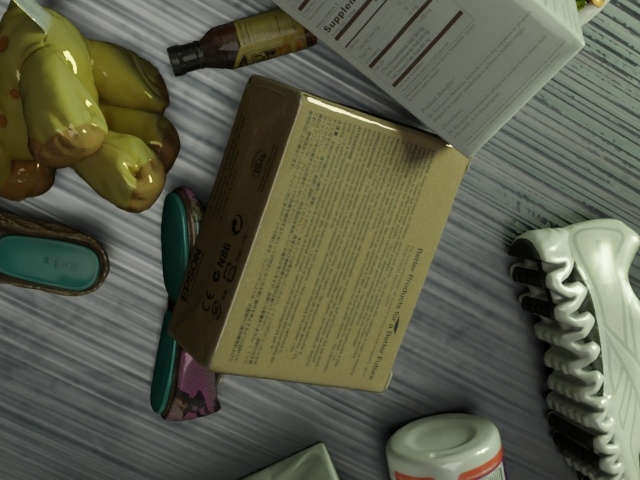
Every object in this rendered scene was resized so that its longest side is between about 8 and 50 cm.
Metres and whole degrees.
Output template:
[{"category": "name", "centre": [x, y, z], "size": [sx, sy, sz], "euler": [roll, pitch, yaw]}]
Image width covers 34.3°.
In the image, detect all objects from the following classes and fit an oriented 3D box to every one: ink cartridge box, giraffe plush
[{"category": "ink cartridge box", "centre": [0.000, 0.000, 0.879], "size": [0.193, 0.088, 0.234], "euler": [14, 100, -38]}, {"category": "giraffe plush", "centre": [-0.241, -0.092, 0.839], "size": [0.170, 0.181, 0.210], "euler": [-33, 116, 22]}]

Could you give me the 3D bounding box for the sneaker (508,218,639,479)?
[{"category": "sneaker", "centre": [0.270, 0.119, 0.972], "size": [0.118, 0.110, 0.292], "euler": [-18, 104, -13]}]

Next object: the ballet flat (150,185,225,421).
[{"category": "ballet flat", "centre": [-0.106, 0.057, 0.928], "size": [0.079, 0.077, 0.221], "euler": [-2, 107, -26]}]

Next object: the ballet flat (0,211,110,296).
[{"category": "ballet flat", "centre": [-0.283, 0.004, 0.889], "size": [0.206, 0.067, 0.073], "euler": [17, 93, -8]}]

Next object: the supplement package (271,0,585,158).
[{"category": "supplement package", "centre": [0.074, -0.209, 0.836], "size": [0.244, 0.139, 0.134], "euler": [37, 119, -13]}]

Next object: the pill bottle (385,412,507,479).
[{"category": "pill bottle", "centre": [0.129, 0.271, 0.977], "size": [0.108, 0.108, 0.193], "euler": [-12, 103, -5]}]

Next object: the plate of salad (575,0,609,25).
[{"category": "plate of salad", "centre": [0.184, -0.272, 0.903], "size": [0.200, 0.048, 0.199], "euler": [-2, 103, -7]}]

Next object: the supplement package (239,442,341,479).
[{"category": "supplement package", "centre": [-0.007, 0.373, 0.945], "size": [0.175, 0.177, 0.293], "euler": [-25, 103, -2]}]

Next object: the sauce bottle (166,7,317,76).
[{"category": "sauce bottle", "centre": [-0.068, -0.171, 0.895], "size": [0.128, 0.042, 0.042], "euler": [-16, 103, -1]}]
